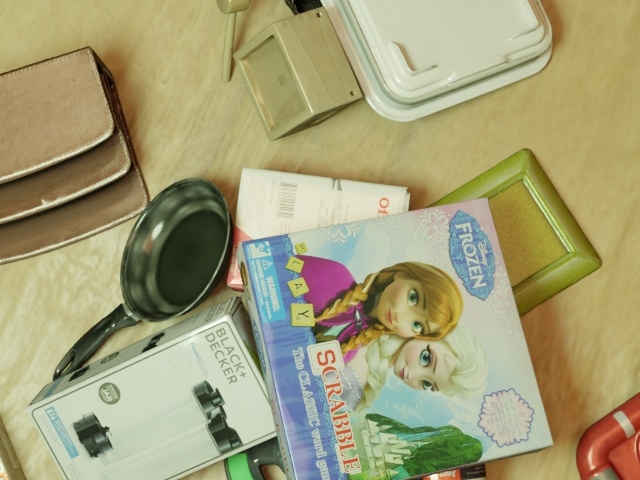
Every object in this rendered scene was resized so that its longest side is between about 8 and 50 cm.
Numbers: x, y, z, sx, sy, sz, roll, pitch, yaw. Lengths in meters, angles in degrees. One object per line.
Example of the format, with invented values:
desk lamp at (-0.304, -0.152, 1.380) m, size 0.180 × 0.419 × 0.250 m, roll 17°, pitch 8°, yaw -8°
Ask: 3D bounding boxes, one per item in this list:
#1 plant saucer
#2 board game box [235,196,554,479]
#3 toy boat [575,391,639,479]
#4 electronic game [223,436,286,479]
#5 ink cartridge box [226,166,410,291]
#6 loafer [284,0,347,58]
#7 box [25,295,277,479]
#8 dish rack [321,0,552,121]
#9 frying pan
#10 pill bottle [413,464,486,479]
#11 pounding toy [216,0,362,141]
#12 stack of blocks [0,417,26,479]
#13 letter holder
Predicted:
plant saucer at (0.243, -0.001, 1.797) m, size 0.188 × 0.045 × 0.188 m, roll -31°, pitch 82°, yaw -2°
board game box at (0.087, 0.129, 1.658) m, size 0.318 × 0.066 × 0.319 m, roll -11°, pitch 77°, yaw -13°
toy boat at (0.437, 0.256, 1.704) m, size 0.231 × 0.151 × 0.151 m, roll -34°, pitch 83°, yaw -2°
electronic game at (-0.014, 0.262, 1.742) m, size 0.229 × 0.048 × 0.229 m, roll -6°, pitch 69°, yaw 16°
ink cartridge box at (0.000, 0.000, 1.782) m, size 0.217 × 0.092 × 0.159 m, roll 7°, pitch 83°, yaw 4°
loafer at (-0.018, -0.342, 1.832) m, size 0.080 × 0.078 × 0.220 m, roll -35°, pitch 83°, yaw -3°
box at (-0.196, 0.207, 1.716) m, size 0.290 × 0.087 × 0.169 m, roll -24°, pitch 99°, yaw 10°
dish rack at (0.142, -0.345, 1.797) m, size 0.285 × 0.072 × 0.333 m, roll -22°, pitch 84°, yaw -18°
frying pan at (-0.209, 0.073, 1.762) m, size 0.197 × 0.053 × 0.326 m, roll 24°, pitch 87°, yaw 47°
pill bottle at (0.151, 0.269, 1.733) m, size 0.108 × 0.108 × 0.194 m, roll -6°, pitch 82°, yaw 1°
pounding toy at (-0.055, -0.245, 1.801) m, size 0.094 × 0.181 × 0.206 m, roll -23°, pitch 89°, yaw -30°
stack of blocks at (-0.404, 0.366, 1.750) m, size 0.171 × 0.087 × 0.297 m, roll -25°, pitch 82°, yaw -1°
letter holder at (-0.396, -0.092, 1.779) m, size 0.301 × 0.152 × 0.214 m, roll -17°, pitch 84°, yaw 0°
